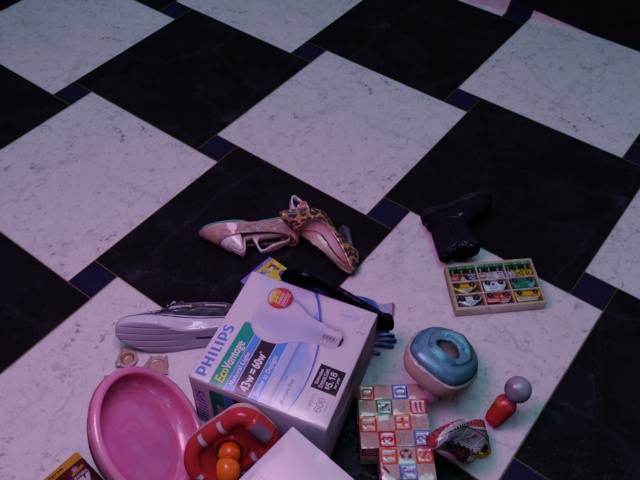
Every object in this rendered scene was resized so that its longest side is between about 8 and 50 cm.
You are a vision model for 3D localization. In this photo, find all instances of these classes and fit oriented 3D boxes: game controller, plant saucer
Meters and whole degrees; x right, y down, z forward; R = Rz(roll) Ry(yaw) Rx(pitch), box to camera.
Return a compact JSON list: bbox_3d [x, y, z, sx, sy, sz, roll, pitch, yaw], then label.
[{"bbox_3d":[0.046,0.157,1.889,0.319,0.166,0.067,31,80,-17],"label":"game controller"},{"bbox_3d":[-0.410,0.457,1.653,0.084,0.332,0.332,-34,44,25],"label":"plant saucer"}]

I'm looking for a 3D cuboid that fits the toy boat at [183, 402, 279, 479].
[{"bbox_3d":[-0.207,0.485,1.609,0.231,0.151,0.151,-37,21,19],"label":"toy boat"}]

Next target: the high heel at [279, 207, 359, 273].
[{"bbox_3d":[0.000,0.000,2.124,0.261,0.093,0.186,18,38,-27],"label":"high heel"}]

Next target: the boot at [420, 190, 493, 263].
[{"bbox_3d":[0.450,-0.036,2.203,0.246,0.094,0.207,-16,47,-5],"label":"boot"}]

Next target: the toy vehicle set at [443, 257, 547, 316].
[{"bbox_3d":[0.508,0.135,2.094,0.266,0.035,0.166,-5,49,-4],"label":"toy vehicle set"}]

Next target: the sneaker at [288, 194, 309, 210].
[{"bbox_3d":[-0.051,-0.079,2.258,0.057,0.075,0.161,-26,53,-20],"label":"sneaker"}]

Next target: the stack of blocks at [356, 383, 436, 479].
[{"bbox_3d":[0.181,0.503,1.740,0.171,0.087,0.297,-2,49,-1],"label":"stack of blocks"}]

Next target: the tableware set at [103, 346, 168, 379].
[{"bbox_3d":[-0.494,0.359,1.915,0.168,0.020,0.141,6,49,6],"label":"tableware set"}]

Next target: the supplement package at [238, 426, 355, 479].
[{"bbox_3d":[-0.078,0.604,1.580,0.199,0.198,0.262,34,57,27],"label":"supplement package"}]

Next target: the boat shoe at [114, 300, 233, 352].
[{"bbox_3d":[-0.394,0.230,1.980,0.335,0.121,0.119,3,40,-12],"label":"boat shoe"}]

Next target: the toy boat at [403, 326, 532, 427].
[{"bbox_3d":[0.375,0.328,1.821,0.318,0.148,0.267,37,25,14],"label":"toy boat"}]

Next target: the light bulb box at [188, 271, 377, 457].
[{"bbox_3d":[-0.085,0.319,1.812,0.360,0.225,0.358,17,51,14],"label":"light bulb box"}]

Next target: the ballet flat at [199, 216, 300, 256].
[{"bbox_3d":[-0.211,-0.009,2.185,0.315,0.108,0.106,-7,63,-5],"label":"ballet flat"}]

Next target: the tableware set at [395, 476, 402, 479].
[{"bbox_3d":[0.149,0.634,1.583,0.194,0.039,0.128,-39,86,-6],"label":"tableware set"}]

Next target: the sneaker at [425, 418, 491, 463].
[{"bbox_3d":[0.339,0.481,1.704,0.225,0.088,0.093,11,49,-42],"label":"sneaker"}]

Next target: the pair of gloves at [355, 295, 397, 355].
[{"bbox_3d":[0.134,0.237,2.017,0.159,0.023,0.198,1,48,2],"label":"pair of gloves"}]

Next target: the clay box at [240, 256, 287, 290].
[{"bbox_3d":[-0.109,0.151,2.072,0.222,0.053,0.127,32,57,26],"label":"clay box"}]

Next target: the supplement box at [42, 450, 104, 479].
[{"bbox_3d":[-0.510,0.611,1.581,0.194,0.191,0.129,34,58,27],"label":"supplement box"}]
